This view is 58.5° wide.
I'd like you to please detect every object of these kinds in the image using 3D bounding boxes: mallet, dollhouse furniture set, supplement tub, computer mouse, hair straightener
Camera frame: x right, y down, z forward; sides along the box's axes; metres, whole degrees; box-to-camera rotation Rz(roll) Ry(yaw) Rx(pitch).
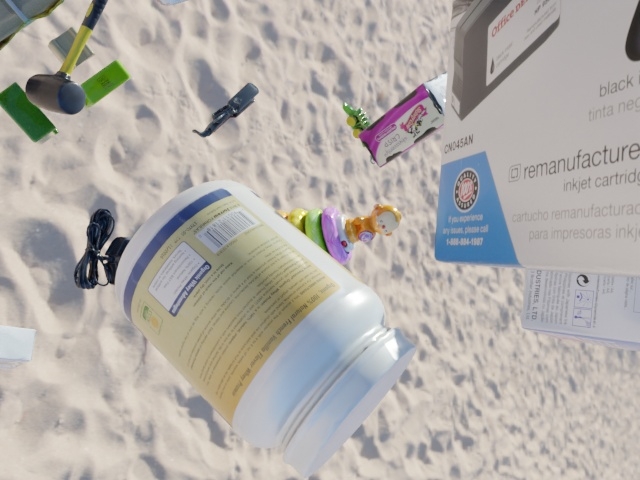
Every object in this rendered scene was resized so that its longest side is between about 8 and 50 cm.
[{"bbox_3d":[-0.252,-0.223,0.623,0.190,0.062,0.039,-61,152,-2],"label":"mallet"},{"bbox_3d":[-0.477,-0.330,0.908,0.197,0.151,0.301,-41,113,-12],"label":"dollhouse furniture set"},{"bbox_3d":[-0.066,0.099,0.692,0.316,0.228,0.228,40,28,20],"label":"supplement tub"},{"bbox_3d":[-0.415,0.049,1.318,0.272,0.072,0.188,17,70,-28],"label":"computer mouse"},{"bbox_3d":[-0.234,-0.333,1.430,0.047,0.089,0.230,45,56,0],"label":"hair straightener"}]

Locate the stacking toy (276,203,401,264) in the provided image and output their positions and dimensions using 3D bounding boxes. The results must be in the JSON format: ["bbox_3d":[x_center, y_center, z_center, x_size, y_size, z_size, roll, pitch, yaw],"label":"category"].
[{"bbox_3d":[0.000,0.000,1.016,0.166,0.302,0.175,-78,148,-55],"label":"stacking toy"}]

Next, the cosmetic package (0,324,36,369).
[{"bbox_3d":[-0.606,0.163,0.927,0.239,0.099,0.060,18,62,-40],"label":"cosmetic package"}]

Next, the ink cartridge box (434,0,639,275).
[{"bbox_3d":[0.228,-0.170,0.431,0.166,0.285,0.395,5,88,-14],"label":"ink cartridge box"}]

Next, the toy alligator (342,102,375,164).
[{"bbox_3d":[0.123,-0.299,1.564,0.190,0.051,0.056,60,38,-16],"label":"toy alligator"}]

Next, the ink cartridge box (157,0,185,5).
[{"bbox_3d":[-0.068,-0.269,0.495,0.324,0.330,0.071,-112,-175,-59],"label":"ink cartridge box"}]

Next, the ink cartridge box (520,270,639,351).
[{"bbox_3d":[0.468,0.009,0.687,0.151,0.395,0.270,15,81,-43],"label":"ink cartridge box"}]

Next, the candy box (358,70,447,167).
[{"bbox_3d":[0.192,-0.220,0.945,0.233,0.159,0.071,-36,93,-40],"label":"candy box"}]
